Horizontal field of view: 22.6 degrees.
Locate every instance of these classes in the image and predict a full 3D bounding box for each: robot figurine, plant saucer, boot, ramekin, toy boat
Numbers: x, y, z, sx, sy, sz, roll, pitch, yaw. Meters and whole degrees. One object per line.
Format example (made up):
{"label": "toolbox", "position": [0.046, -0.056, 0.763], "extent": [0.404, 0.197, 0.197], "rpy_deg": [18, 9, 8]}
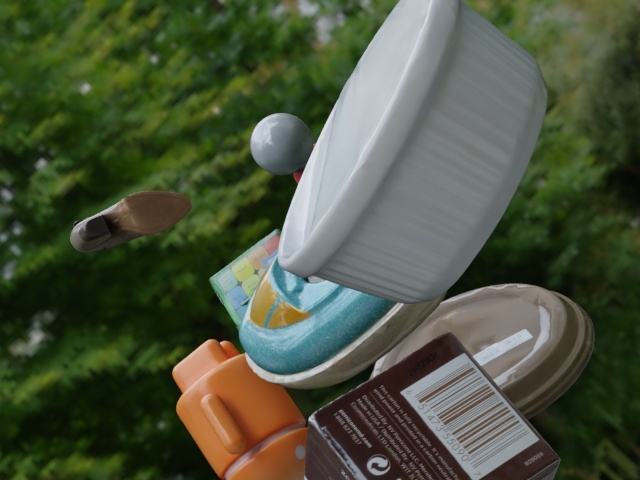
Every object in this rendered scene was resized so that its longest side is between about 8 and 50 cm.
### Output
{"label": "robot figurine", "position": [-0.086, 0.224, 1.926], "extent": [0.128, 0.219, 0.158], "rpy_deg": [-27, -19, -25]}
{"label": "plant saucer", "position": [0.175, 0.133, 1.826], "extent": [0.278, 0.041, 0.278], "rpy_deg": [-20, 25, 10]}
{"label": "boot", "position": [-0.183, -0.017, 1.539], "extent": [0.118, 0.042, 0.087], "rpy_deg": [-12, -6, -7]}
{"label": "ramekin", "position": [0.079, -0.071, 1.327], "extent": [0.273, 0.127, 0.273], "rpy_deg": [-59, 11, 19]}
{"label": "toy boat", "position": [0.000, 0.000, 1.652], "extent": [0.267, 0.148, 0.318], "rpy_deg": [-40, 35, 25]}

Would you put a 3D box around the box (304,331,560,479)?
{"label": "box", "position": [0.097, 0.230, 1.502], "extent": [0.167, 0.168, 0.203], "rpy_deg": [-30, -28, -21]}

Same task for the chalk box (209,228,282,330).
{"label": "chalk box", "position": [-0.063, 0.077, 2.333], "extent": [0.132, 0.132, 0.213], "rpy_deg": [-35, -17, 9]}
